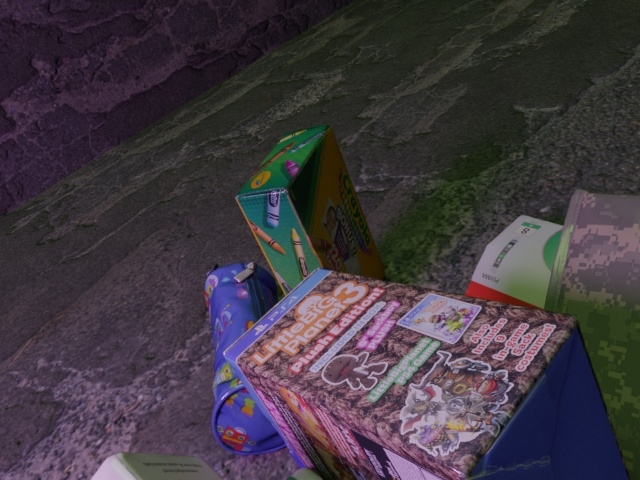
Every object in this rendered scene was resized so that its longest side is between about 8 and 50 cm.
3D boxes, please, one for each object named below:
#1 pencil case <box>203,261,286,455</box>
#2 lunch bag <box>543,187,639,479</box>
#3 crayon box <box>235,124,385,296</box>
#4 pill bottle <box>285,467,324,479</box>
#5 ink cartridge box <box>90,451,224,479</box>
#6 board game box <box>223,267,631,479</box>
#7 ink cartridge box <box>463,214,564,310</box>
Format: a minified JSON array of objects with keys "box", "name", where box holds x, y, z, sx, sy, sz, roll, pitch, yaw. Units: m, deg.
[{"box":[-0.099,0.144,0.788,0.119,0.133,0.306,6,28,-17],"name":"pencil case"},{"box":[0.337,0.113,0.513,0.235,0.169,0.287,9,74,47],"name":"lunch bag"},{"box":[0.000,0.000,0.798,0.081,0.278,0.165,-5,36,28],"name":"crayon box"},{"box":[-0.055,0.322,0.504,0.208,0.117,0.117,-37,35,-23],"name":"pill bottle"},{"box":[-0.070,0.323,0.346,0.307,0.129,0.223,32,82,27],"name":"ink cartridge box"},{"box":[0.087,0.170,0.497,0.141,0.232,0.291,-41,28,-27],"name":"board game box"},{"box":[0.282,0.062,0.747,0.224,0.056,0.181,-36,34,-23],"name":"ink cartridge box"}]
